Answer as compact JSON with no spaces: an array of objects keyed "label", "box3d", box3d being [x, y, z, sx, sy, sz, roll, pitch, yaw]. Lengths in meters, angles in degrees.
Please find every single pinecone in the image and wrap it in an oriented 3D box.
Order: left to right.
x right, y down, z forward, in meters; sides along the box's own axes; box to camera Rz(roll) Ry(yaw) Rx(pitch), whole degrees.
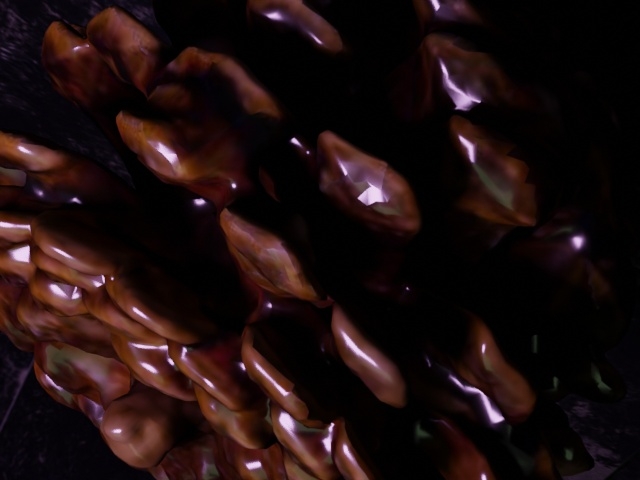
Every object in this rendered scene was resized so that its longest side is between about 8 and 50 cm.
[{"label":"pinecone","box3d":[0.000,0.000,1.004,0.397,0.398,0.398,21,160,8]}]
